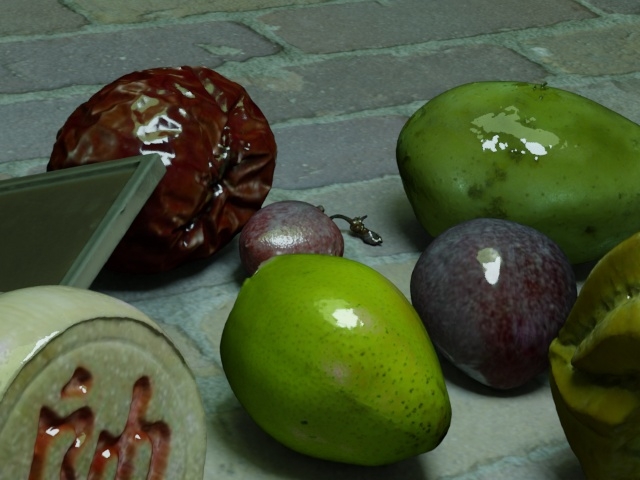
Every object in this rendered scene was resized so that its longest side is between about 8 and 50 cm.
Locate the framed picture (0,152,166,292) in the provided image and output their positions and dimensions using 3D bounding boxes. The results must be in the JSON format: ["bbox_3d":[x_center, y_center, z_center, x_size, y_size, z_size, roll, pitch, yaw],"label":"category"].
[{"bbox_3d":[-0.348,0.058,1.516,0.326,0.028,0.446,-9,28,21],"label":"framed picture"}]

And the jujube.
[{"bbox_3d":[-0.171,-0.077,1.785,0.213,0.213,0.232,22,28,26],"label":"jujube"}]

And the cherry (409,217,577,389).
[{"bbox_3d":[0.171,0.058,1.690,0.176,0.140,0.176,15,36,-11],"label":"cherry"}]

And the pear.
[{"bbox_3d":[0.021,0.113,1.525,0.220,0.187,0.187,30,33,13],"label":"pear"}]

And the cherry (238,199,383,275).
[{"bbox_3d":[0.000,0.000,1.824,0.107,0.090,0.225,16,18,41],"label":"cherry"}]

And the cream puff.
[{"bbox_3d":[0.348,0.075,1.480,0.270,0.323,0.274,28,43,-6],"label":"cream puff"}]

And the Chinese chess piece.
[{"bbox_3d":[-0.202,0.167,1.256,0.112,0.270,0.270,8,23,36],"label":"Chinese chess piece"}]

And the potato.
[{"bbox_3d":[0.233,-0.070,1.883,0.304,0.216,0.216,16,27,-4],"label":"potato"}]
